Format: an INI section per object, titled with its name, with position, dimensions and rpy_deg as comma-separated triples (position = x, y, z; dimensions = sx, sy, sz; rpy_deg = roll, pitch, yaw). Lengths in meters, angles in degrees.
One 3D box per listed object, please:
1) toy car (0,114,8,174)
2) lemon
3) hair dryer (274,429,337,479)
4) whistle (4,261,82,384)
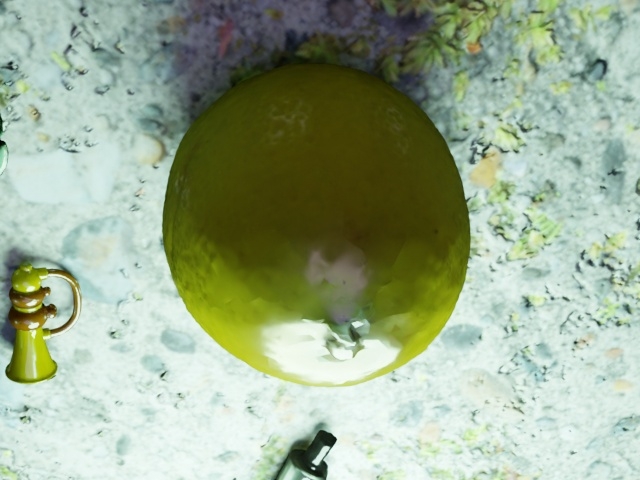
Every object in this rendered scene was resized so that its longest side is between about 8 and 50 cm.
[toy car]
position = -0.331, -0.134, 0.718
dimensions = 0.136, 0.125, 0.305
rpy_deg = -16, 125, 3
[lemon]
position = 0.000, 0.000, 0.796
dimensions = 0.240, 0.219, 0.240
rpy_deg = -5, 127, -7
[hair dryer]
position = -0.013, 0.363, 1.075
dimensions = 0.320, 0.155, 0.284
rpy_deg = 33, 124, -16
[whistle]
position = -0.242, 0.070, 0.913
dimensions = 0.057, 0.046, 0.109
rpy_deg = 12, 115, 2
